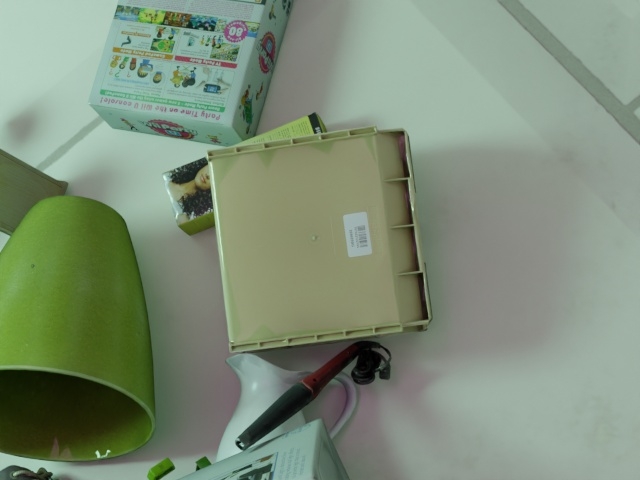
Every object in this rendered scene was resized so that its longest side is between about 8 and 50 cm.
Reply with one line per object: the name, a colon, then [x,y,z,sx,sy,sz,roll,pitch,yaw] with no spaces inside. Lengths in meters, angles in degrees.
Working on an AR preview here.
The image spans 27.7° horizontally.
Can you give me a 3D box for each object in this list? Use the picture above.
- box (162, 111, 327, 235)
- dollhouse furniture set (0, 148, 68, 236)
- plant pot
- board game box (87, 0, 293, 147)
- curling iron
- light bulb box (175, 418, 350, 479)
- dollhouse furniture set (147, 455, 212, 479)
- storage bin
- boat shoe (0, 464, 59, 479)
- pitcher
box: [-0.093,-0.090,1.777,0.232,0.058,0.087,-22,71,5]
dollhouse furniture set: [-0.510,-0.074,1.853,0.242,0.161,0.212,9,75,38]
plant pot: [-0.338,0.098,1.690,0.275,0.275,0.293,-6,57,12]
board game box: [-0.173,-0.297,1.839,0.224,0.097,0.303,11,75,17]
curling iron: [-0.006,0.185,1.591,0.068,0.274,0.035,19,120,37]
light bulb box: [-0.094,0.450,1.461,0.361,0.225,0.358,-23,96,5]
dollhouse furniture set: [-0.202,0.331,1.644,0.152,0.058,0.076,-31,67,-25]
storage bin: [0.000,0.000,1.660,0.260,0.123,0.262,-8,85,7]
boat shoe: [-0.393,0.353,1.676,0.355,0.132,0.130,1,74,12]
pitcher: [-0.042,0.256,1.635,0.178,0.125,0.207,7,75,-14]
